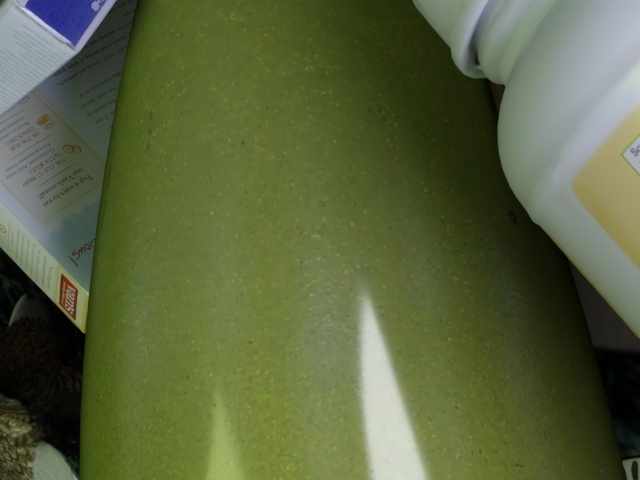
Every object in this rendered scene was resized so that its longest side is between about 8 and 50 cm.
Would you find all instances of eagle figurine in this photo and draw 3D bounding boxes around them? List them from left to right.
[{"bbox_3d":[-0.234,0.090,1.303,0.225,0.298,0.226,8,-91,-89],"label":"eagle figurine"}]

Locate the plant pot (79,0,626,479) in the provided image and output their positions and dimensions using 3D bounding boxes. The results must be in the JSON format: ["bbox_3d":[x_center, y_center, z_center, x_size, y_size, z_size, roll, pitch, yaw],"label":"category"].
[{"bbox_3d":[0.000,0.000,0.948,0.275,0.275,0.293,3,102,49],"label":"plant pot"}]

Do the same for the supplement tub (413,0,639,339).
[{"bbox_3d":[0.213,-0.028,0.662,0.331,0.241,0.241,50,144,11],"label":"supplement tub"}]

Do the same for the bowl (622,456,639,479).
[{"bbox_3d":[0.179,0.205,1.015,0.170,0.080,0.170,29,136,33],"label":"bowl"}]

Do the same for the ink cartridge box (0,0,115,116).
[{"bbox_3d":[-0.135,-0.148,1.007,0.045,0.223,0.224,39,149,-18],"label":"ink cartridge box"}]

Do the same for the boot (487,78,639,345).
[{"bbox_3d":[0.167,-0.027,0.882,0.106,0.082,0.219,-38,81,33],"label":"boot"}]

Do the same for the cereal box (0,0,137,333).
[{"bbox_3d":[-0.143,-0.078,1.103,0.240,0.173,0.047,45,148,18],"label":"cereal box"}]
